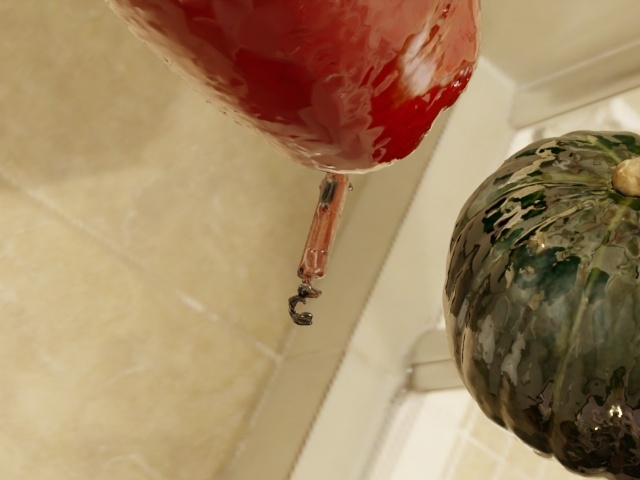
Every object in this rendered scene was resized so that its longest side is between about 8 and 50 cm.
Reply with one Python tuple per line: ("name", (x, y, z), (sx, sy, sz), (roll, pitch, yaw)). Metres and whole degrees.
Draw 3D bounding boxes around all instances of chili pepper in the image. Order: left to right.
("chili pepper", (0.003, -0.098, 0.560), (0.338, 0.131, 0.135), (53, 45, -55))

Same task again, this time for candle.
("candle", (-0.001, -0.001, 0.876), (0.167, 0.021, 0.026), (-73, 158, -56))

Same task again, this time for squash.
("squash", (0.167, 0.034, 0.705), (0.218, 0.218, 0.172), (-49, 143, -29))
